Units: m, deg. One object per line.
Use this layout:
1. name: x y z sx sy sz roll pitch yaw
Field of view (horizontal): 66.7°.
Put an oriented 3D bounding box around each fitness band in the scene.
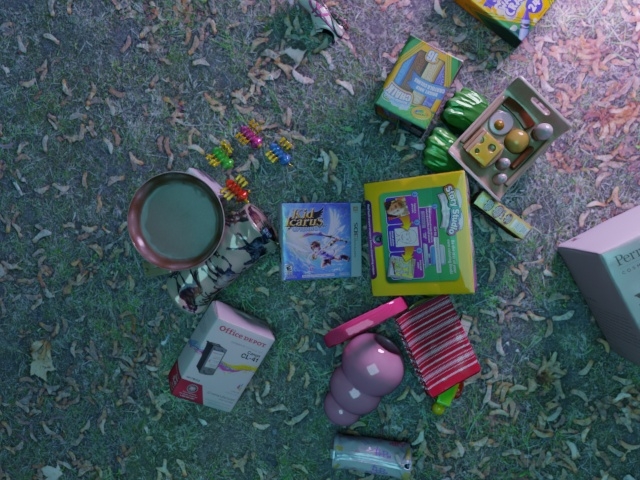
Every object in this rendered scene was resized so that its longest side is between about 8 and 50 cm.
1. fitness band: 0.143 0.256 1.539 0.290 0.209 0.054 -26 77 -5

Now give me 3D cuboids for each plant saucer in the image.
1. plant saucer: -0.450 -0.061 1.536 0.310 0.050 0.311 0 93 4

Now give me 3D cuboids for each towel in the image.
1. towel: 0.364 0.324 1.508 0.198 0.031 0.275 -24 91 -10

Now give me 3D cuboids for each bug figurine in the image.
1. bug figurine: -0.238 -0.264 1.615 0.279 0.072 0.216 -40 93 -4

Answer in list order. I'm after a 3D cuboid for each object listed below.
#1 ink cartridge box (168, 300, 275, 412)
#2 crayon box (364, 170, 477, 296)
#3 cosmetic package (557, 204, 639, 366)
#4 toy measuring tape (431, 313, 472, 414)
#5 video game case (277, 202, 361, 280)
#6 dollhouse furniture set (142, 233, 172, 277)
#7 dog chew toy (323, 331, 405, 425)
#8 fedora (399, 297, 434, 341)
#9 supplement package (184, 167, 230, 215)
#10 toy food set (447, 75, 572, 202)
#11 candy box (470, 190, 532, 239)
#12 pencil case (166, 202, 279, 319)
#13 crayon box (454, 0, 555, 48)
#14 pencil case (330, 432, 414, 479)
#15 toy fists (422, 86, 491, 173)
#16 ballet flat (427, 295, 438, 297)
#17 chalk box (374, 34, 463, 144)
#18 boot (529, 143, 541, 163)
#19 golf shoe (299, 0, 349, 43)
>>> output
1. ink cartridge box: -0.328 0.387 1.612 0.226 0.131 0.306 28 99 -27
2. crayon box: 0.310 -0.015 1.515 0.312 0.106 0.363 -4 90 22
3. cosmetic package: 0.961 0.121 1.377 0.329 0.327 0.394 -29 89 8
4. toy measuring tape: 0.423 0.406 1.594 0.121 0.121 0.330 19 74 5
5. video game case: 0.000 0.000 1.571 0.269 0.061 0.245 -2 93 -17
6. dollhouse furniture set: -0.584 0.055 1.653 0.123 0.151 0.144 -11 90 8
7. dog chew toy: 0.127 0.463 1.575 0.206 0.206 0.332 33 105 4
8. fedora: 0.334 0.264 1.578 0.194 0.079 0.195 -3 101 -13
9. supplement package: -0.443 -0.106 1.631 0.139 0.134 0.244 43 97 2
10. toy food set: 0.556 -0.296 1.438 0.219 0.092 0.306 44 92 -1
11. candy box: 0.558 -0.080 1.522 0.186 0.109 0.053 36 98 3
12. pencil case: -0.322 0.074 1.616 0.410 0.160 0.183 -42 84 8
13. crayon box: 0.548 -0.778 1.490 0.323 0.083 0.203 39 97 4
14. pencil case: 0.169 0.719 1.618 0.272 0.124 0.114 6 95 7
15. toy fists: 0.420 -0.342 1.531 0.142 0.096 0.279 28 96 -8
16. ballet flat: 0.416 0.088 1.577 0.077 0.077 0.231 27 100 -17
17. chalk box: 0.278 -0.436 1.498 0.179 0.180 0.289 30 96 4
18. boot: 0.604 -0.303 1.531 0.086 0.069 0.190 -36 86 22
19. golf shoe: -0.002 -0.718 1.569 0.186 0.067 0.086 38 99 3
